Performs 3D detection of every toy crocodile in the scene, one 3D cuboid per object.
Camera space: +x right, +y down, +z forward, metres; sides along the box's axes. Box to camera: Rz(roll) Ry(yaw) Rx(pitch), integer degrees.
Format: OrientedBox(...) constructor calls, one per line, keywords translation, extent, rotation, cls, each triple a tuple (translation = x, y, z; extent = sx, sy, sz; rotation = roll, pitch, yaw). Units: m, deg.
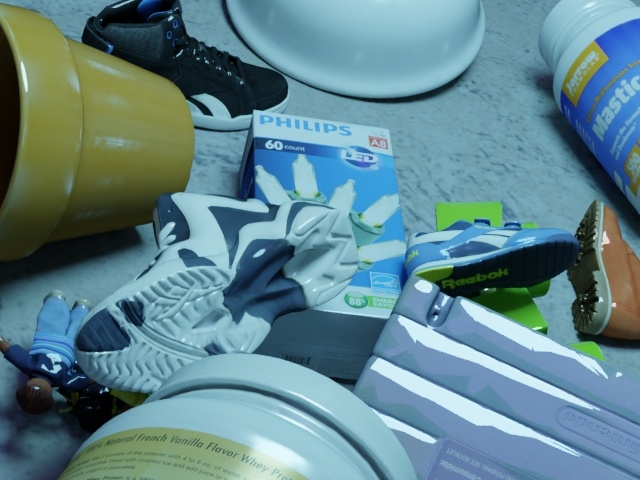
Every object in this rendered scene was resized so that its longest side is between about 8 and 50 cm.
OrientedBox(translation=(0.151, 0.087, 1.144), extent=(0.115, 0.105, 0.341), rotation=(-11, 47, -8), cls="toy crocodile")

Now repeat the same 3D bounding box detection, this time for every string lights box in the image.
OrientedBox(translation=(0.000, 0.000, 1.197), extent=(0.133, 0.077, 0.260), rotation=(7, 40, -10), cls="string lights box")

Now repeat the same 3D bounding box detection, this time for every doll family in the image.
OrientedBox(translation=(-0.146, 0.106, 1.025), extent=(0.193, 0.076, 0.111), rotation=(11, 43, -1), cls="doll family")

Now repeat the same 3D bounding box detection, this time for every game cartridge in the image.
OrientedBox(translation=(0.174, 0.197, 0.978), extent=(0.355, 0.068, 0.230), rotation=(25, 71, 8), cls="game cartridge")

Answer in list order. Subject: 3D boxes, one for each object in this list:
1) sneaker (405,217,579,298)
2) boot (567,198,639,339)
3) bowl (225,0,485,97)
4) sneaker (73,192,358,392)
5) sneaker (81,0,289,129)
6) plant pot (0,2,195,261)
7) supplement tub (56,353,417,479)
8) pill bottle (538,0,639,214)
OrientedBox(translation=(0.135, 0.007, 1.111), extent=(0.144, 0.053, 0.059), rotation=(-7, 45, -6), cls="sneaker")
OrientedBox(translation=(0.278, 0.031, 1.290), extent=(0.084, 0.059, 0.158), rotation=(14, 47, -10), cls="boot")
OrientedBox(translation=(0.050, -0.302, 1.491), extent=(0.297, 0.134, 0.298), rotation=(6, 50, -8), cls="bowl")
OrientedBox(translation=(-0.104, 0.029, 1.024), extent=(0.235, 0.094, 0.153), rotation=(-34, 28, -30), cls="sneaker")
OrientedBox(translation=(-0.120, -0.175, 1.322), extent=(0.216, 0.121, 0.079), rotation=(-1, 44, -22), cls="sneaker")
OrientedBox(translation=(-0.215, -0.082, 1.137), extent=(0.188, 0.205, 0.205), rotation=(3, 38, -42), cls="plant pot")
OrientedBox(translation=(-0.080, 0.232, 0.772), extent=(0.228, 0.228, 0.316), rotation=(24, 40, 8), cls="supplement tub")
OrientedBox(translation=(0.336, -0.146, 1.440), extent=(0.152, 0.152, 0.272), rotation=(-5, 44, -26), cls="pill bottle")
